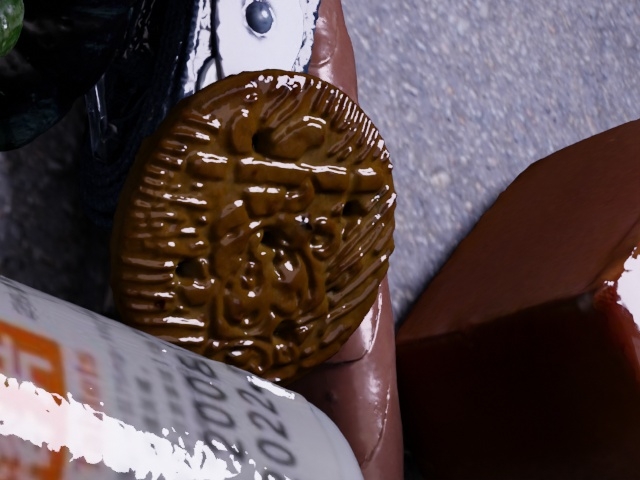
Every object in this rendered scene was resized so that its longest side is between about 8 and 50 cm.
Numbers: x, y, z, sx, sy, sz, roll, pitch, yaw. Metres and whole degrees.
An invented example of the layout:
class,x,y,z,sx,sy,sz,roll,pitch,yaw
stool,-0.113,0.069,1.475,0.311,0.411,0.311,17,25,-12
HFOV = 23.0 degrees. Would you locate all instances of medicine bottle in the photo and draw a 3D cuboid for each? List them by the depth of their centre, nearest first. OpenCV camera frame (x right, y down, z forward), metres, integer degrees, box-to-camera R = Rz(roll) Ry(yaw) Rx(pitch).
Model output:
class,x,y,z,sx,sy,sz,roll,pitch,yaw
medicine bottle,-0.172,0.113,0.669,0.371,0.211,0.211,25,56,-37

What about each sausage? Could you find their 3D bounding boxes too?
class,x,y,z,sx,sy,sz,roll,pitch,yaw
sausage,-0.001,0.000,0.989,0.088,0.088,0.433,7,68,-44

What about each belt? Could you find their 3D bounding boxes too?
class,x,y,z,sx,sy,sz,roll,pitch,yaw
belt,-0.082,-0.097,0.917,0.128,0.122,0.218,21,68,-36

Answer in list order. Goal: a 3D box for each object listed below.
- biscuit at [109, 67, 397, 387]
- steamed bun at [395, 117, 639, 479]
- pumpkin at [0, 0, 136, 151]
class,x,y,z,sx,sy,sz,roll,pitch,yaw
biscuit,-0.032,-0.001,0.863,0.188,0.027,0.187,-14,113,-35
steamed bun,0.233,0.074,1.079,0.248,0.235,0.379,60,38,-13
pumpkin,-0.186,-0.129,0.715,0.248,0.248,0.248,21,59,-39
